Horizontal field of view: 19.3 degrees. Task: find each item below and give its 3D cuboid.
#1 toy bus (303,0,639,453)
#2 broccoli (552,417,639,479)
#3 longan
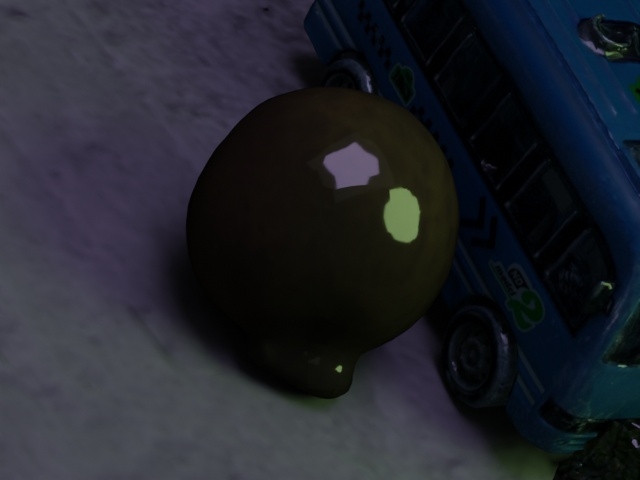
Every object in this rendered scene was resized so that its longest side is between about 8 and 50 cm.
[{"bbox_3d":[0.097,-0.038,0.787,0.113,0.134,0.246,0,49,-35],"label":"toy bus"},{"bbox_3d":[0.179,0.193,0.527,0.283,0.321,0.304,37,37,-50],"label":"broccoli"},{"bbox_3d":[0.000,0.000,0.718,0.106,0.106,0.119,9,87,-28],"label":"longan"}]
